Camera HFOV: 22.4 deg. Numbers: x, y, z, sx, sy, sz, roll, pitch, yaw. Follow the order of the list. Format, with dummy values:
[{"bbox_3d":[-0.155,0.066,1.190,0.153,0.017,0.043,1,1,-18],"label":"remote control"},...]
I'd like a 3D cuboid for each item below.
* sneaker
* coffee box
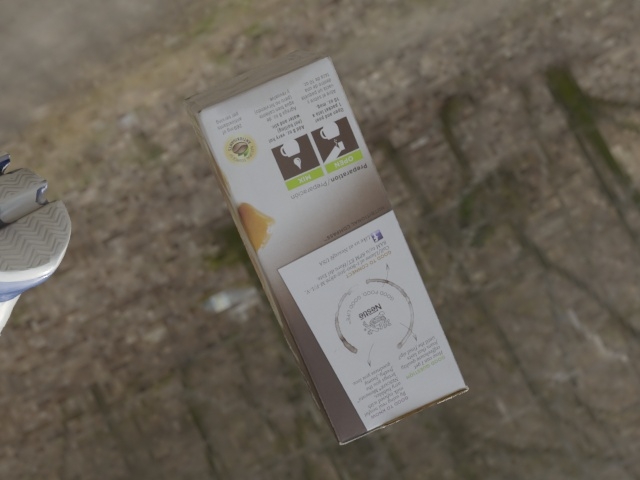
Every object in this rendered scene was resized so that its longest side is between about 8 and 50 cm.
[{"bbox_3d":[-0.321,-0.025,1.141,0.127,0.315,0.182,-25,152,-46],"label":"sneaker"},{"bbox_3d":[0.000,0.000,1.124,0.098,0.246,0.141,-24,-169,-4],"label":"coffee box"}]
